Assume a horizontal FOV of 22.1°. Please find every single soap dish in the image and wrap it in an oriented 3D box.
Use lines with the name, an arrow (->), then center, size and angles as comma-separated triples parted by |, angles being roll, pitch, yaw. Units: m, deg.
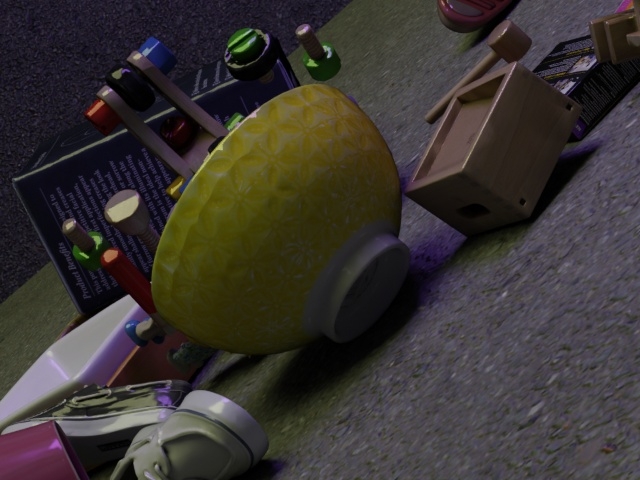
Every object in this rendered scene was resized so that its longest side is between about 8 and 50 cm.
soap dish -> -0.276, 0.186, 1.982 | 0.291, 0.118, 0.229 | -30, 17, 43

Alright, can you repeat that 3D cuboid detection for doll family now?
doll family -> -0.082, 0.071, 1.864 | 0.163, 0.118, 0.263 | -40, -8, 38

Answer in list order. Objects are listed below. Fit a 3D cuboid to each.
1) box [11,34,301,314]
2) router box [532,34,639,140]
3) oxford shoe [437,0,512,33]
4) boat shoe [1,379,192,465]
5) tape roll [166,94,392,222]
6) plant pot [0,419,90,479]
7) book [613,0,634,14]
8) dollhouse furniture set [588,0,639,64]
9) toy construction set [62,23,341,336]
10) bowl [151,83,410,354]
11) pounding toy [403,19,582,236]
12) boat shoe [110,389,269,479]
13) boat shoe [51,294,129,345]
box -> -0.194, -0.100, 2.292 | 0.396, 0.212, 0.293 | -24, 14, 4
router box -> 0.257, -0.158, 1.695 | 0.133, 0.046, 0.179 | -45, 12, -13
oxford shoe -> 0.242, -0.384, 2.472 | 0.348, 0.123, 0.130 | -58, -6, -50
boat shoe -> -0.239, 0.194, 1.768 | 0.219, 0.077, 0.070 | -8, 53, 13
tape roll -> -0.049, -0.060, 1.987 | 0.275, 0.090, 0.275 | -33, -9, -6
plant pot -> -0.322, 0.281, 1.667 | 0.180, 0.201, 0.201 | -27, 10, -7
book -> 0.356, -0.262, 1.792 | 0.096, 0.035, 0.144 | -33, 14, 48
dollhouse furniture set -> 0.342, -0.282, 1.484 | 0.161, 0.242, 0.212 | -17, 12, -11
toy construction set -> -0.115, -0.040, 1.709 | 0.258, 0.237, 0.308 | 7, 60, 33
bowl -> -0.008, 0.010, 1.584 | 0.289, 0.156, 0.289 | -41, -27, -26
pounding toy -> 0.175, -0.111, 1.605 | 0.206, 0.094, 0.181 | -62, 16, -19
boat shoe -> -0.129, 0.213, 1.529 | 0.084, 0.095, 0.258 | -53, 6, -30
boat shoe -> -0.290, 0.134, 2.283 | 0.089, 0.104, 0.285 | -36, 2, 44
